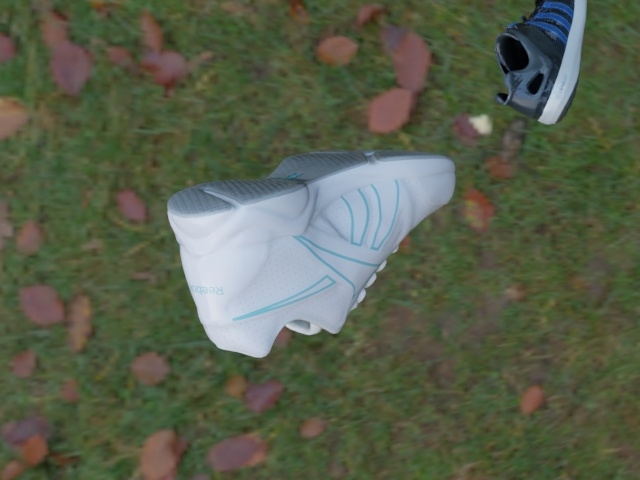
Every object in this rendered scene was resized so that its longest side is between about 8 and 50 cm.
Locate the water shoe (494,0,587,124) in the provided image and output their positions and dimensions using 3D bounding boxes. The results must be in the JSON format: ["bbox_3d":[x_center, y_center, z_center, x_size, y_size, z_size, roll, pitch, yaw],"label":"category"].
[{"bbox_3d":[0.217,-0.204,1.681,0.080,0.203,0.073,17,136,-7],"label":"water shoe"}]

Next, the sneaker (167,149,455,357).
[{"bbox_3d":[0.000,0.000,0.624,0.054,0.152,0.061,2,104,37],"label":"sneaker"}]
